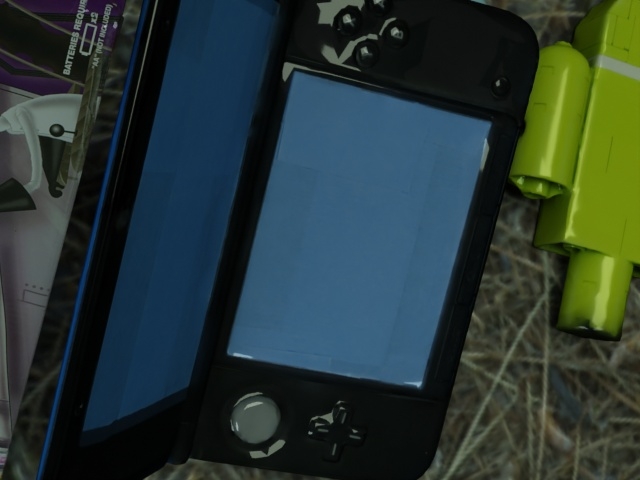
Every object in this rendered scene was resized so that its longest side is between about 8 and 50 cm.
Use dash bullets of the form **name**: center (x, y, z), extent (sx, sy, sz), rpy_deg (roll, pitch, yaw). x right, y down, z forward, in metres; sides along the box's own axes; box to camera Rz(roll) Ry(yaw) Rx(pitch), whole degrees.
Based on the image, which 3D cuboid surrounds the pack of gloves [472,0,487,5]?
- **pack of gloves**: center (0.079, -0.205, 0.685), extent (0.195, 0.046, 0.232), rpy_deg (-46, 136, 0)

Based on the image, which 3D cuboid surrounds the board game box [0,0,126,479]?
- **board game box**: center (-0.226, 0.017, 0.529), extent (0.208, 0.056, 0.346), rpy_deg (13, 119, -14)

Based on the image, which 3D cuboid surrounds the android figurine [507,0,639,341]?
- **android figurine**: center (0.240, -0.058, 0.799), extent (0.248, 0.056, 0.272), rpy_deg (18, 81, -17)

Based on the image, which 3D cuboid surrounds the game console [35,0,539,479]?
- **game console**: center (0.000, 0.000, 0.614), extent (0.250, 0.173, 0.293), rpy_deg (12, 97, -18)
